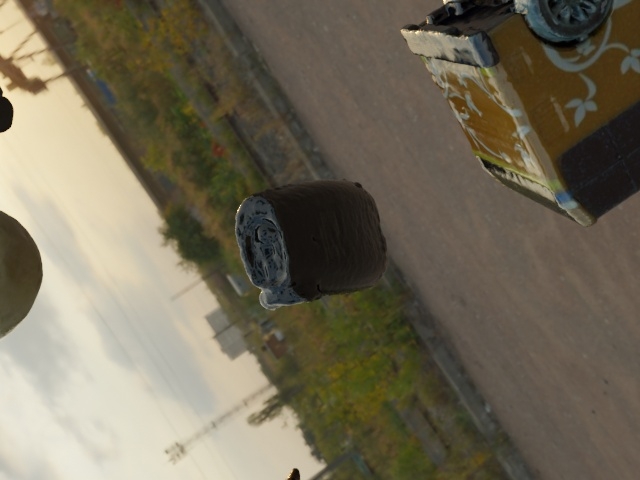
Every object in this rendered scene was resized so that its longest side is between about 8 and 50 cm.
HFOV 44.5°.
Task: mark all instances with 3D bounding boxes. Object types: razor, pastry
[{"bbox_3d":[0.003,-0.001,1.213,0.327,0.107,0.189,-10,-94,-61],"label":"razor"},{"bbox_3d":[-0.354,0.036,0.768,0.156,0.156,0.092,52,179,30],"label":"pastry"}]

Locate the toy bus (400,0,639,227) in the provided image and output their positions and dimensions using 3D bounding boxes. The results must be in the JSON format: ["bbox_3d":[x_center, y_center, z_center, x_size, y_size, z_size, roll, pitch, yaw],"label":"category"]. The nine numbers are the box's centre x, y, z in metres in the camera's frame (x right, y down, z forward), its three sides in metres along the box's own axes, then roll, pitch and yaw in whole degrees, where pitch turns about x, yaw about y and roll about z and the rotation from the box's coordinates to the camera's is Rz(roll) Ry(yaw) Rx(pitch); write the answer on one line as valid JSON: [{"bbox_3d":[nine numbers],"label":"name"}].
[{"bbox_3d":[0.249,-0.174,0.578,0.194,0.323,0.162,57,178,-21],"label":"toy bus"}]

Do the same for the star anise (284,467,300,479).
[{"bbox_3d":[-0.050,0.308,0.730,0.196,0.111,0.212,12,-156,-39],"label":"star anise"}]

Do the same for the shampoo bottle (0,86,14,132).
[{"bbox_3d":[-0.441,-0.145,0.845,0.246,0.079,0.080,8,178,21],"label":"shampoo bottle"}]
